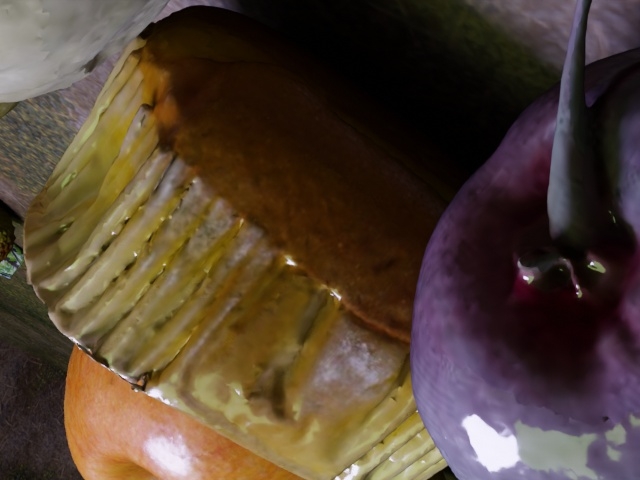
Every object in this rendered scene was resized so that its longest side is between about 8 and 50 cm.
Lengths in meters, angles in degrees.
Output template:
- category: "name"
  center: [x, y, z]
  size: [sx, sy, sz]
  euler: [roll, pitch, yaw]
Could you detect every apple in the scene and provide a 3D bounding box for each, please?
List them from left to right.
- category: "apple"
  center: [-0.084, 0.128, 0.953]
  size: [0.299, 0.275, 0.299]
  euler: [29, 157, 14]

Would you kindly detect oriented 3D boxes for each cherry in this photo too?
- category: "cherry"
  center: [0.143, 0.027, 0.428]
  size: [0.266, 0.213, 0.184]
  euler: [31, -152, -29]

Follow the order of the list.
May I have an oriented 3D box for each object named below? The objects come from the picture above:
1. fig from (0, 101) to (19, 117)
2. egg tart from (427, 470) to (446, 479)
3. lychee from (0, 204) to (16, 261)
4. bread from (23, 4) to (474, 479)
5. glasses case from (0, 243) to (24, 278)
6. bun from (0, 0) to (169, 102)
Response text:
- category: "fig"
  center: [-0.258, -0.140, 0.751]
  size: [0.184, 0.126, 0.133]
  euler: [10, 140, 56]
- category: "egg tart"
  center: [0.048, 0.304, 1.391]
  size: [0.339, 0.153, 0.351]
  euler: [36, 161, -18]
- category: "lychee"
  center: [-0.481, -0.009, 1.467]
  size: [0.114, 0.114, 0.147]
  euler: [21, 141, 28]
- category: "bread"
  center: [0.000, 0.000, 0.577]
  size: [0.288, 0.204, 0.156]
  euler: [36, 119, -11]
- category: "glasses case"
  center: [-0.600, 0.001, 1.768]
  size: [0.272, 0.062, 0.095]
  euler: [12, 154, 46]
- category: "bun"
  center: [-0.211, -0.171, 0.426]
  size: [0.326, 0.235, 0.362]
  euler: [18, 165, 21]
